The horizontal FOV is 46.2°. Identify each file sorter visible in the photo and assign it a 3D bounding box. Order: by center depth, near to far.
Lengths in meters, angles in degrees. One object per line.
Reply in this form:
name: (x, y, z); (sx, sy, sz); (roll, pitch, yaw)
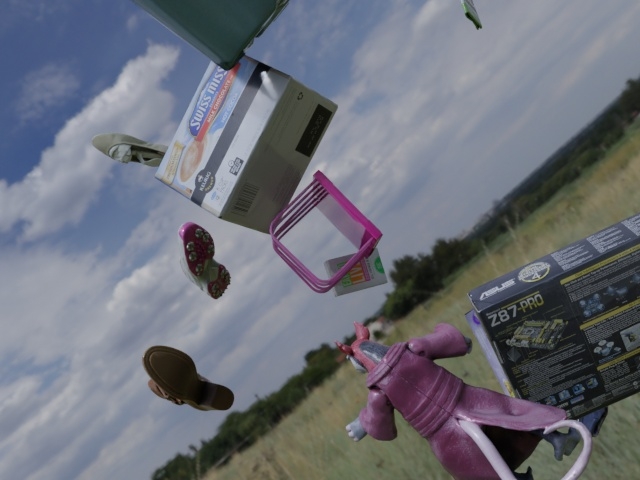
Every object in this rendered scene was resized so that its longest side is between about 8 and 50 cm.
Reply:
file sorter: (0.000, 0.000, 1.766); (0.182, 0.202, 0.291); (-44, -6, -7)

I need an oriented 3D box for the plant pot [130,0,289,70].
plant pot: (-0.228, -0.537, 1.470); (0.341, 0.334, 0.341); (-48, 10, 12)

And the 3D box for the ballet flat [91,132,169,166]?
ballet flat: (-0.541, -0.257, 2.200); (0.248, 0.086, 0.086); (6, -36, -30)

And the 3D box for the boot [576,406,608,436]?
boot: (0.613, 0.340, 1.682); (0.069, 0.086, 0.190); (-2, -68, -40)

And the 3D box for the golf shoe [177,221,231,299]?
golf shoe: (-0.369, 0.054, 2.184); (0.115, 0.140, 0.306); (-52, -34, -28)

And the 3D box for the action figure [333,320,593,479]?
action figure: (0.171, 0.259, 1.123); (0.248, 0.370, 0.276); (-56, -4, 0)

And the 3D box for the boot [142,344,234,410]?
boot: (-0.376, 0.349, 1.901); (0.220, 0.283, 0.109); (-6, 59, 48)

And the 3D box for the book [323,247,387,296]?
book: (0.091, 0.082, 1.930); (0.144, 0.096, 0.035); (-14, -10, -19)

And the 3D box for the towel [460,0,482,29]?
towel: (0.367, -0.624, 1.934); (0.023, 0.152, 0.113); (-25, -21, 27)

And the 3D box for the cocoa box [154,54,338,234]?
cocoa box: (-0.169, -0.228, 1.726); (0.231, 0.228, 0.347); (17, -78, -61)

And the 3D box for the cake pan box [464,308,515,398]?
cake pan box: (0.509, 0.265, 1.856); (0.267, 0.246, 0.070); (0, -32, -40)

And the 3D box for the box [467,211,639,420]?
box: (0.521, 0.159, 1.421); (0.395, 0.318, 0.097); (-27, 22, 7)
